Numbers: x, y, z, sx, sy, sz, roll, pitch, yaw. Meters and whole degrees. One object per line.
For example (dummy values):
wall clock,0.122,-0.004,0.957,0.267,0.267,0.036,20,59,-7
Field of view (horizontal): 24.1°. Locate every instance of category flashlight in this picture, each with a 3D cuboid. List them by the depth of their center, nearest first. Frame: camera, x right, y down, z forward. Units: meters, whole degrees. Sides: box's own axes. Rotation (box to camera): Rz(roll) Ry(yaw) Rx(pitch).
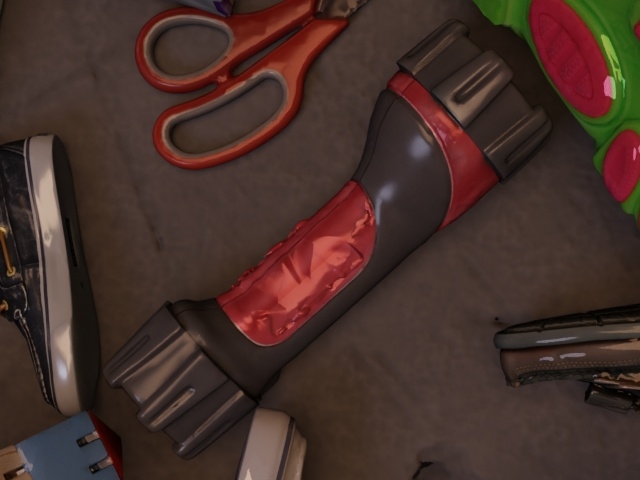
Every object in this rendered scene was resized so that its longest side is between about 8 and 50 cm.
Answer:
flashlight,0.000,0.000,0.917,0.304,0.103,0.103,-41,85,0

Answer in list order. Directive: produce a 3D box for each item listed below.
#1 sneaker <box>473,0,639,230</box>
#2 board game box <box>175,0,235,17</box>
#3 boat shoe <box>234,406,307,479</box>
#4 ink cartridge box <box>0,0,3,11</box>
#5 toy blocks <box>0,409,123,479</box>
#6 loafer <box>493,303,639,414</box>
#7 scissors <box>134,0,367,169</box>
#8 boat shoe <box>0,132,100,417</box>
sneaker,0.201,-0.189,0.897,0.202,0.185,0.482,-18,77,-37
board game box,-0.084,-0.302,0.919,0.144,0.142,0.275,18,84,7
boat shoe,-0.018,0.231,0.915,0.084,0.095,0.258,5,96,1
ink cartridge box,-0.346,-0.182,0.952,0.273,0.115,0.198,10,87,5
toy blocks,-0.170,0.273,0.818,0.261,0.191,0.381,-24,84,-37
loafer,0.241,0.076,0.900,0.268,0.096,0.084,-7,91,2
scissors,0.016,-0.146,0.971,0.297,0.021,0.109,-26,82,1
boat shoe,-0.193,0.027,0.953,0.083,0.065,0.183,-11,78,5
